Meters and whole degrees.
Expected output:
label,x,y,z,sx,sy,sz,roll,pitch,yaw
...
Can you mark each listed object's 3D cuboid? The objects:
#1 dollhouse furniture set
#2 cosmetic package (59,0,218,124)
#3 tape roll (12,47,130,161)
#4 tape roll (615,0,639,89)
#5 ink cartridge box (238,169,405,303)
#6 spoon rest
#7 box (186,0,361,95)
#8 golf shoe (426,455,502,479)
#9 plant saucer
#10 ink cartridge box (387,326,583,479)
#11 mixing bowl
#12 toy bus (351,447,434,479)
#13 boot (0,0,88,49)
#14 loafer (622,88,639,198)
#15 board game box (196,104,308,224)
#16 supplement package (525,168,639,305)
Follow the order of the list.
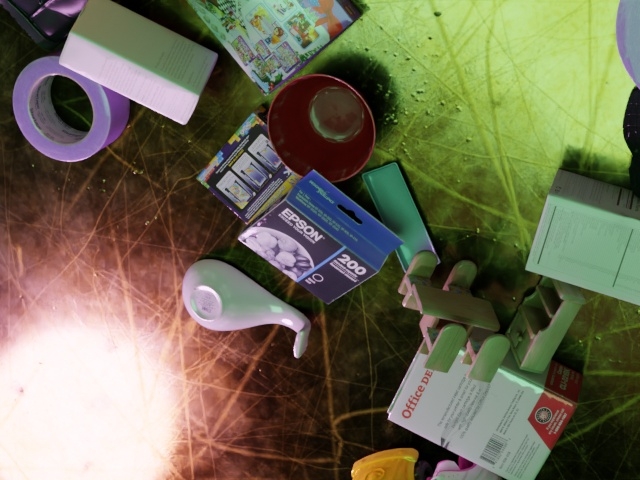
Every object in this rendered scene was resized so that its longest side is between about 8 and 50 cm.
label,x,y,z,sx,sy,sz,roll,pitch,yaw
dollhouse furniture set,0.274,0.102,1.934,0.242,0.212,0.161,14,120,-17
cosmetic package,-0.297,-0.298,1.966,0.231,0.117,0.085,26,136,-8
tape roll,-0.435,-0.239,2.093,0.189,0.080,0.189,7,114,15
tape roll,0.570,-0.318,1.729,0.275,0.090,0.274,7,113,16
ink cartridge box,0.000,0.000,2.011,0.206,0.045,0.208,37,135,-16
spoon rest,-0.132,0.125,2.155,0.276,0.084,0.137,23,116,23
box,-0.103,-0.409,1.927,0.201,0.057,0.293,-37,96,26
golf shoe,0.203,0.467,2.068,0.115,0.306,0.140,-37,78,47
plant saucer,0.138,-0.039,2.023,0.067,0.018,0.192,-19,105,24
ink cartridge box,0.279,0.267,2.046,0.273,0.114,0.197,26,118,6
mixing bowl,0.013,-0.194,1.954,0.182,0.098,0.181,6,112,15
toy bus,0.136,0.516,2.143,0.150,0.211,0.220,-19,106,22
boot,-0.461,-0.465,1.999,0.207,0.094,0.246,-34,105,30
loafer,0.508,-0.151,1.843,0.061,0.062,0.170,-12,104,-19
board game box,-0.107,-0.123,2.051,0.141,0.048,0.170,43,118,-4
supplement package,0.462,0.002,1.867,0.244,0.134,0.139,18,116,11
